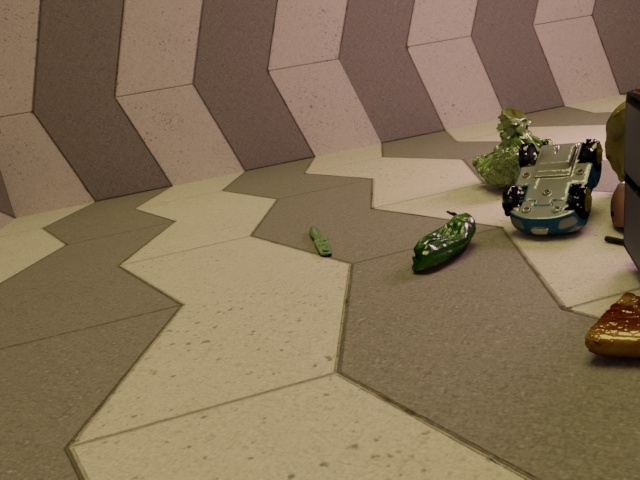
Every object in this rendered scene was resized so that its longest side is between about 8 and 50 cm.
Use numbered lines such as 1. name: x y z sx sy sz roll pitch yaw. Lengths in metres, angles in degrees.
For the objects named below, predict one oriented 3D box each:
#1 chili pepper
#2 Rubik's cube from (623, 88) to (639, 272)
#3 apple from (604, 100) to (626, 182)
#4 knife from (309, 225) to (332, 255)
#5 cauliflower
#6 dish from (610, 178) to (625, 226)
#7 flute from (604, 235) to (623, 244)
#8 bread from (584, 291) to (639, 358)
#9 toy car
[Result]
1. chili pepper: 0.285 -0.001 1.369 0.100 0.074 0.257 3 21 39
2. Rubik's cube: 0.663 -0.078 0.933 0.318 0.316 0.313 -3 20 15
3. apple: 0.846 -0.235 1.509 0.279 0.279 0.279 -9 15 3
4. knife: 0.000 -0.002 1.660 0.043 0.020 0.293 -9 16 -4
5. cauliflower: 0.614 -0.294 1.892 0.272 0.250 0.275 -16 21 -14
6. dish: 0.729 -0.106 1.321 0.213 0.090 0.213 -22 1 0
7. flute: 0.664 0.018 1.172 0.014 0.014 0.269 -16 16 -22
8. bread: 0.459 0.126 0.837 0.136 0.054 0.154 3 25 43
9. toy car: 0.566 -0.114 1.459 0.198 0.166 0.314 -1 46 37
